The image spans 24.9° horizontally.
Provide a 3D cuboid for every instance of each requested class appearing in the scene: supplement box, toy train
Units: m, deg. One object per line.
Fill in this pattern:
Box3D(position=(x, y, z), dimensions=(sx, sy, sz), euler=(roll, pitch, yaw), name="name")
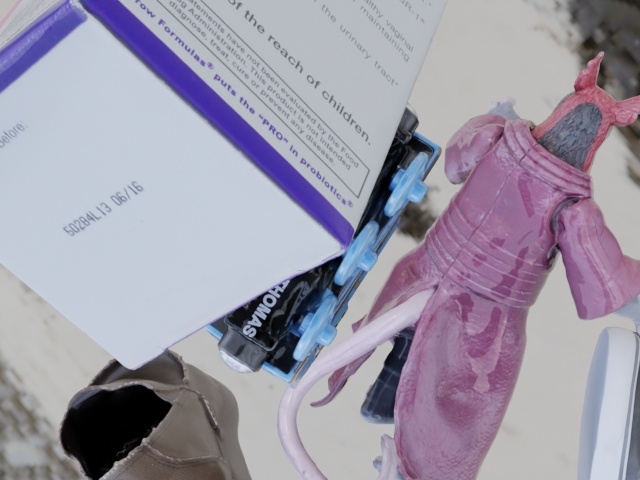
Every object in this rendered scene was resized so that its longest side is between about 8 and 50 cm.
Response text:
Box3D(position=(-0.034, -0.080, 0.513), dimensions=(0.114, 0.220, 0.111), euler=(43, 133, -20), name="supplement box")
Box3D(position=(0.000, 0.000, 0.850), dimensions=(0.080, 0.184, 0.105), euler=(32, 172, 6), name="toy train")

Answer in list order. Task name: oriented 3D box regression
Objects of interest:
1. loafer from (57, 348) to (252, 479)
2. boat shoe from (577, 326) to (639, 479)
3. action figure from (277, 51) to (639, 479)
Box3D(position=(-0.143, 0.152, 1.193), dimensions=(0.130, 0.134, 0.366), euler=(49, 175, -19), name="loafer")
Box3D(position=(0.213, 0.170, 0.964), dimensions=(0.080, 0.076, 0.228), euler=(-69, -19, -82), name="boat shoe")
Box3D(position=(0.119, 0.008, 1.147), dimensions=(0.248, 0.276, 0.370), euler=(43, 116, 34), name="action figure")
